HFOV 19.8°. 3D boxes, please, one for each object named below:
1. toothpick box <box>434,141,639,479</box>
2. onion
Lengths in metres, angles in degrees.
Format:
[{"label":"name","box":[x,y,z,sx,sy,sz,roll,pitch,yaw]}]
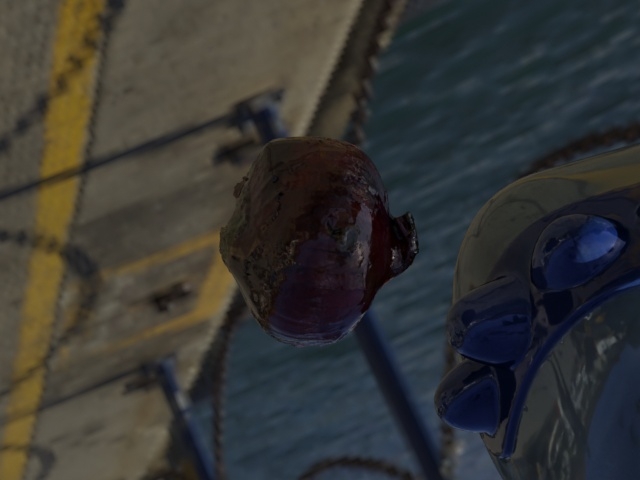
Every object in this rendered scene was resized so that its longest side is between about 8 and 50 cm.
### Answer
[{"label":"toothpick box","box":[0.231,0.040,1.057,0.355,0.263,0.263,-15,163,-13]},{"label":"onion","box":[0.000,0.000,0.901,0.097,0.107,0.107,3,166,6]}]
